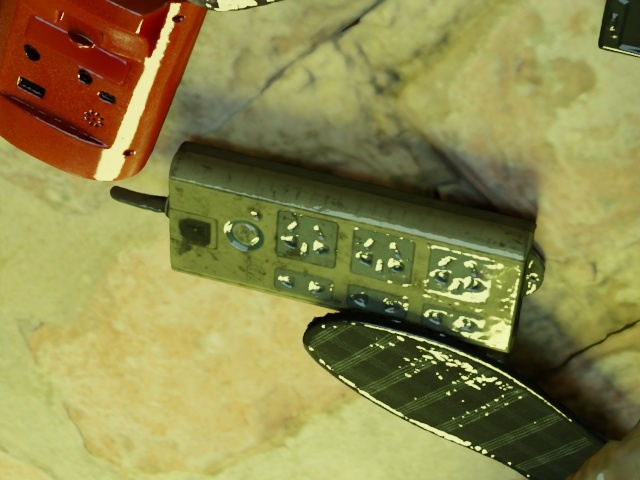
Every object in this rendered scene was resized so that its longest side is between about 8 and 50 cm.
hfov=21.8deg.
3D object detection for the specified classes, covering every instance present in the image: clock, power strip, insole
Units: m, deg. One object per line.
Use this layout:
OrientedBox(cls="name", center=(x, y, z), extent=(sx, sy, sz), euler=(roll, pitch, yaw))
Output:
OrientedBox(cls="clock", center=(-0.134, -0.107, 0.937), extent=(0.113, 0.061, 0.155), euler=(26, 136, -1))
OrientedBox(cls="power strip", center=(0.000, 0.000, 0.995), extent=(0.268, 0.034, 0.092), euler=(14, 134, 10))
OrientedBox(cls="insole", center=(0.124, 0.126, 1.050), extent=(0.309, 0.012, 0.110), euler=(34, 142, -17))

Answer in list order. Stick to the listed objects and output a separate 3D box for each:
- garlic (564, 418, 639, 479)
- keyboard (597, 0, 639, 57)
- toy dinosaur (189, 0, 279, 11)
OrientedBox(cls="garlic", center=(0.310, 0.181, 0.900), extent=(0.340, 0.246, 0.231), euler=(45, 121, 1))
OrientedBox(cls="keyboard", center=(0.180, -0.167, 0.792), extent=(0.067, 0.011, 0.202), euler=(15, 134, 11))
OrientedBox(cls="toy dinosaur", center=(-0.070, -0.190, 0.816), extent=(0.294, 0.077, 0.162), euler=(10, 129, 8))
